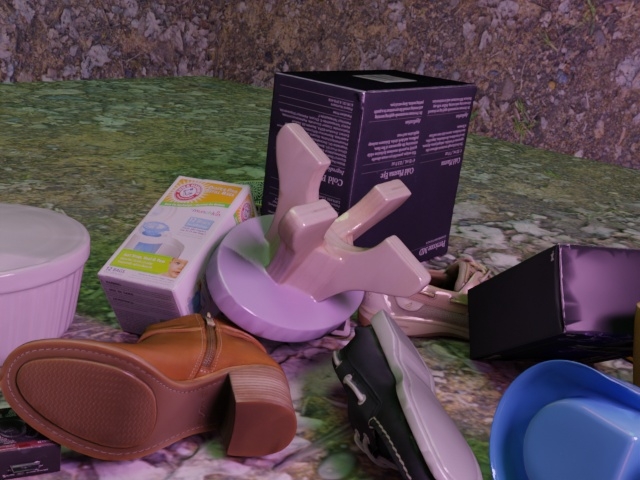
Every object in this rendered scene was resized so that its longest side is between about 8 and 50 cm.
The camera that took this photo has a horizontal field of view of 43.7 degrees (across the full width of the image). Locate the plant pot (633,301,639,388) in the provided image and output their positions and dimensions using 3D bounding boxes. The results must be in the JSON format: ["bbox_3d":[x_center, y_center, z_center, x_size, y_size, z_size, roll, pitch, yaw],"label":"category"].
[{"bbox_3d":[0.425,0.182,0.746,0.212,0.187,0.212,0,18,-19],"label":"plant pot"}]

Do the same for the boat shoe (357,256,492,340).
[{"bbox_3d":[0.206,0.079,1.122,0.303,0.098,0.109,4,18,-8],"label":"boat shoe"}]

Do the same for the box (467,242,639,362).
[{"bbox_3d":[0.307,0.084,0.949,0.185,0.103,0.261,6,-15,-9],"label":"box"}]

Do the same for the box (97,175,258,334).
[{"bbox_3d":[-0.171,0.021,1.022,0.114,0.103,0.203,10,45,22],"label":"box"}]

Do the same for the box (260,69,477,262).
[{"bbox_3d":[0.080,-0.115,1.328,0.179,0.312,0.343,19,21,35],"label":"box"}]

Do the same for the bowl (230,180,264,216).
[{"bbox_3d":[-0.092,-0.049,1.435,0.170,0.080,0.170,5,18,-2],"label":"bowl"}]

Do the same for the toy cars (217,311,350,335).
[{"bbox_3d":[-0.126,0.040,1.138,0.394,0.087,0.177,21,23,37],"label":"toy cars"}]

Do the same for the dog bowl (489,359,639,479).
[{"bbox_3d":[0.274,0.212,0.659,0.074,0.165,0.297,8,13,-37],"label":"dog bowl"}]

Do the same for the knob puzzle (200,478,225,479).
[{"bbox_3d":[-0.104,0.248,0.605,0.213,0.029,0.213,5,18,-2],"label":"knob puzzle"}]

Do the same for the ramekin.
[{"bbox_3d":[-0.413,0.050,0.943,0.273,0.127,0.273,7,17,-2],"label":"ramekin"}]

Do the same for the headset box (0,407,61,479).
[{"bbox_3d":[-0.274,0.185,0.731,0.062,0.032,0.083,-3,21,-27],"label":"headset box"}]

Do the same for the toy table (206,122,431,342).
[{"bbox_3d":[0.000,0.000,0.969,0.252,0.161,0.274,44,31,3],"label":"toy table"}]

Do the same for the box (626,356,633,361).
[{"bbox_3d":[0.505,0.106,1.187,0.257,0.079,0.322,-3,20,-33],"label":"box"}]

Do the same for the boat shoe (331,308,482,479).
[{"bbox_3d":[0.076,0.177,0.799,0.114,0.091,0.302,49,9,-16],"label":"boat shoe"}]

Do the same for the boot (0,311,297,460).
[{"bbox_3d":[-0.170,0.121,0.817,0.284,0.108,0.220,8,15,-19],"label":"boot"}]
